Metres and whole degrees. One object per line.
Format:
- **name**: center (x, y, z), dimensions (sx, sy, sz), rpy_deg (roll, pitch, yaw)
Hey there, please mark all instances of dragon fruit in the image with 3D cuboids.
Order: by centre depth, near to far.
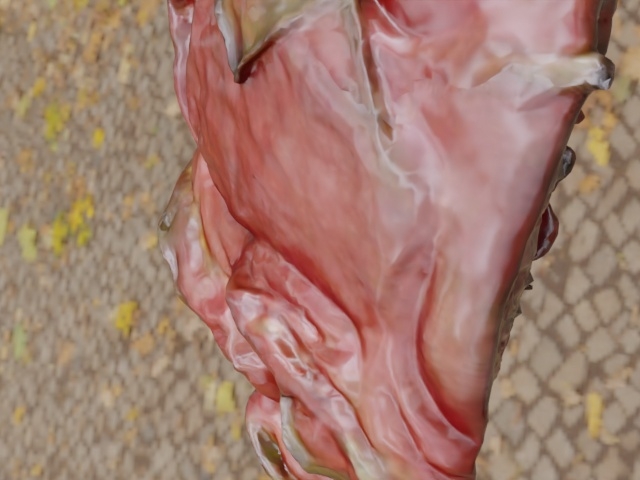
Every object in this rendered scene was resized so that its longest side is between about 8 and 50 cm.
- **dragon fruit**: center (-0.010, -0.003, 0.597), dimensions (0.286, 0.228, 0.329), rpy_deg (-39, -36, -79)
